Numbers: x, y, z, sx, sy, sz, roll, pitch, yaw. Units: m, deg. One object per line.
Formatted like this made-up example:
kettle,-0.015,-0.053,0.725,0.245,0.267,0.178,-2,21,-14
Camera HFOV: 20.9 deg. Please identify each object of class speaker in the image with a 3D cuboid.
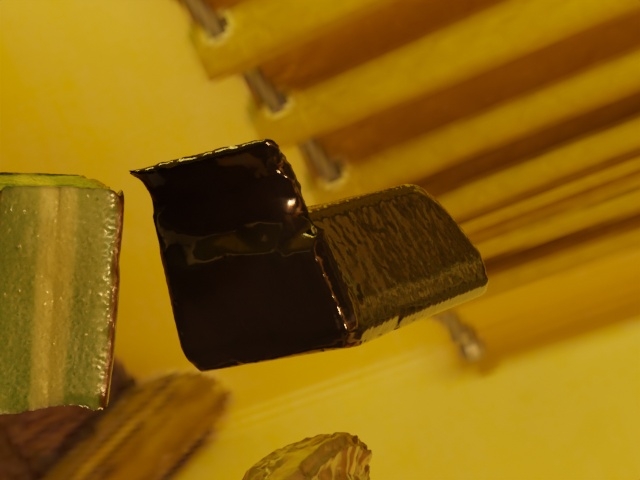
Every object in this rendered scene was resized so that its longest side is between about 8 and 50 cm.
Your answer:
speaker,0.000,0.000,1.589,0.388,0.180,0.184,-13,-88,-65

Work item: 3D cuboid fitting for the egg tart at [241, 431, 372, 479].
egg tart,-0.016,0.245,0.931,0.290,0.115,0.290,20,-90,-76

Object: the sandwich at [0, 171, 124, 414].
sandwich,-0.147,0.026,0.902,0.074,0.074,0.116,2,-84,-23
